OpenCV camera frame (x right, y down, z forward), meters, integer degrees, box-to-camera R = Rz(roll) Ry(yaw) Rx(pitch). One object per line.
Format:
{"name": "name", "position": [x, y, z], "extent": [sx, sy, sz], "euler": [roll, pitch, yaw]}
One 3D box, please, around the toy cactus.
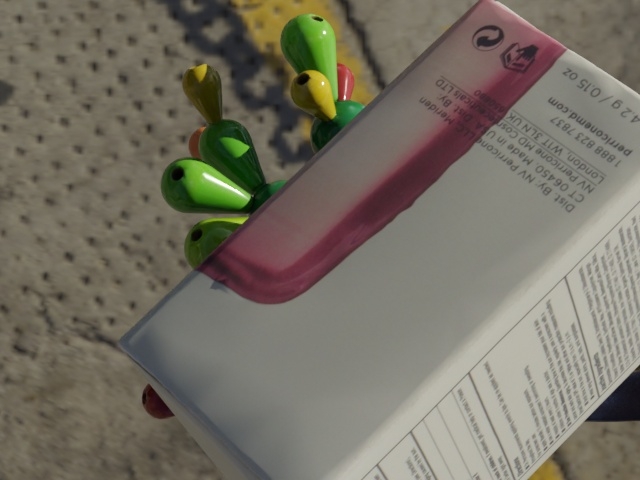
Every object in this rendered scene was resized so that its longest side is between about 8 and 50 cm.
{"name": "toy cactus", "position": [0.000, 0.000, 0.858], "extent": [0.180, 0.112, 0.219], "euler": [15, 73, -13]}

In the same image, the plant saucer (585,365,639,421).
{"name": "plant saucer", "position": [0.313, 0.084, 1.200], "extent": [0.310, 0.310, 0.050], "euler": [4, 71, -33]}

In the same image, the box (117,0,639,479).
{"name": "box", "position": [0.050, 0.033, 0.739], "extent": [0.232, 0.127, 0.149], "euler": [-43, 148, -11]}
